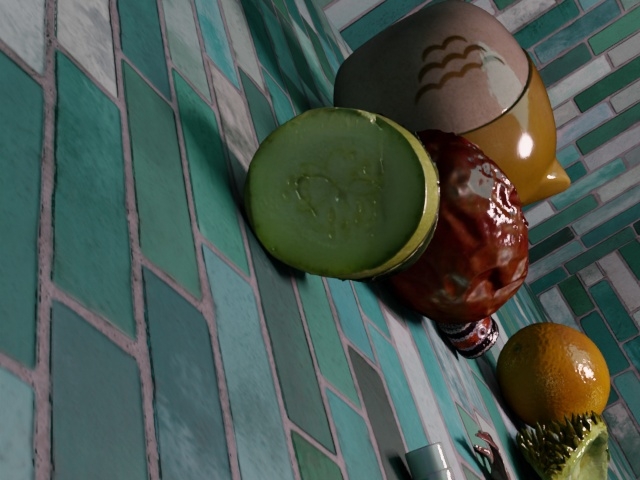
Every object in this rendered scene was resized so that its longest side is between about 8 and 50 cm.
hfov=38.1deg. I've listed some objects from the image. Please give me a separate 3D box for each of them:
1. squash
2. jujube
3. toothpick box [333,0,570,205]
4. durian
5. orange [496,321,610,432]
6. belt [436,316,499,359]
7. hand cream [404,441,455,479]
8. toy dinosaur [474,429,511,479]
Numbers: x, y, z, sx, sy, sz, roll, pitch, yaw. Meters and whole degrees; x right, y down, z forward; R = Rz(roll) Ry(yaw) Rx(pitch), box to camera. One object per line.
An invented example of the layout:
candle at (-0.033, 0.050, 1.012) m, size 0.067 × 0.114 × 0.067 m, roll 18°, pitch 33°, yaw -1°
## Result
squash at (0.033, -0.059, 1.101) m, size 0.220 × 0.220 × 0.133 m, roll 61°, pitch 10°, yaw 13°
jujube at (0.205, -0.012, 1.522) m, size 0.377 × 0.276 × 0.276 m, roll 41°, pitch 21°, yaw -60°
toothpick box at (0.253, -0.216, 1.838) m, size 0.425 × 0.409 × 0.409 m, roll 62°, pitch 14°, yaw 4°
durian at (0.489, 0.439, 1.742) m, size 0.394 × 0.163 × 0.198 m, roll 51°, pitch 16°, yaw -50°
orange at (0.474, 0.281, 1.888) m, size 0.236 × 0.236 × 0.236 m, roll 53°, pitch 14°, yaw -20°
belt at (0.273, 0.096, 1.832) m, size 0.359 × 0.126 × 0.094 m, roll -86°, pitch 151°, yaw -59°
hand cream at (0.144, 0.317, 1.041) m, size 0.076 × 0.047 × 0.174 m, roll 22°, pitch 46°, yaw -68°
toy dinosaur at (0.273, 0.352, 1.424) m, size 0.220 × 0.032 × 0.108 m, roll 58°, pitch 6°, yaw -42°
